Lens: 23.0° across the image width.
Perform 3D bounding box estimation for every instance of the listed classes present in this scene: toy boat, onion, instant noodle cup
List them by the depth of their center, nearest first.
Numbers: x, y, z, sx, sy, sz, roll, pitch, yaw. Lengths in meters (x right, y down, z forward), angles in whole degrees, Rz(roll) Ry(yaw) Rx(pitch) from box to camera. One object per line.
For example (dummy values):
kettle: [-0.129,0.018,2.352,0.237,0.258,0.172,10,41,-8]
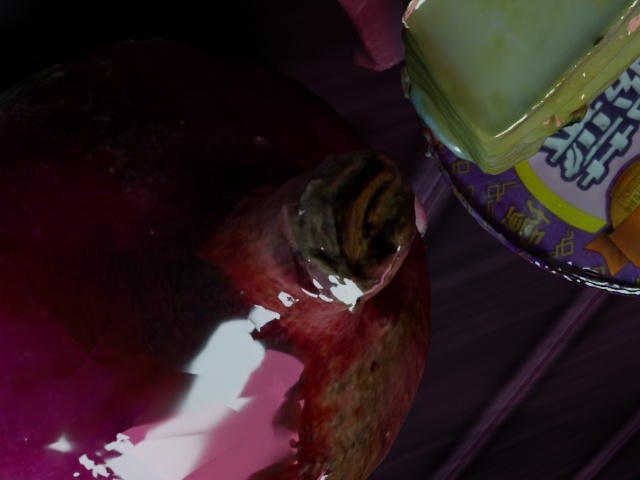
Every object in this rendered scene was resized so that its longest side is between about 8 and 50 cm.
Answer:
toy boat: [0.127,-0.136,0.833,0.084,0.111,0.276,-20,159,-47]
onion: [-0.065,0.026,0.942,0.347,0.348,0.385,-11,173,-33]
instant noodle cup: [0.241,-0.109,1.097,0.340,0.340,0.266,-32,166,6]

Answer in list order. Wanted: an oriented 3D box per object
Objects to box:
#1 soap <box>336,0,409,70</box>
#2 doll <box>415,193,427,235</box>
soap: [0.060,-0.257,0.812,0.233,0.128,0.359,-31,155,2]
doll: [0.000,0.000,1.267,0.149,0.095,0.192,-10,151,-23]
